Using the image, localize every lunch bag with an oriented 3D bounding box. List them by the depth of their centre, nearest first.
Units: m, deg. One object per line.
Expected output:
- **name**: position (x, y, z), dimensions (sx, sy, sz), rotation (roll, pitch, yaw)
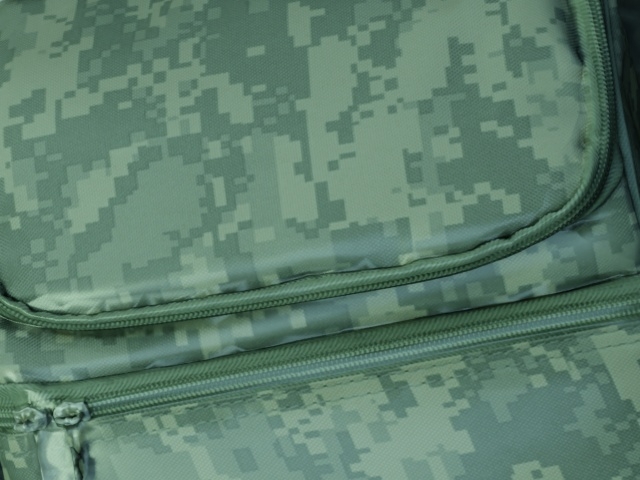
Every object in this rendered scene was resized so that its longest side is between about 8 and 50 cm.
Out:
- **lunch bag**: position (0.000, 0.000, 0.821), dimensions (0.305, 0.212, 0.256), rotation (-10, 93, 9)
